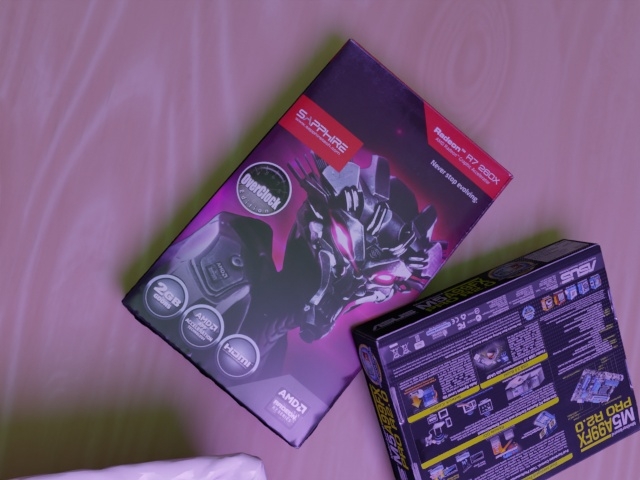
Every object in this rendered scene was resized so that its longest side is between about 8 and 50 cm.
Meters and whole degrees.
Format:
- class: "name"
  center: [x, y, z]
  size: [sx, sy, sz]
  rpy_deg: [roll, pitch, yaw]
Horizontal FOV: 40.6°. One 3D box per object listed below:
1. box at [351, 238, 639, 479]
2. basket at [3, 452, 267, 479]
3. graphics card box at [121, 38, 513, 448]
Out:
- class: "box"
  center: [0.186, 0.144, 0.884]
  size: [0.270, 0.060, 0.216]
  rpy_deg: [-21, 103, -18]
- class: "basket"
  center: [-0.196, 0.376, 0.701]
  size: [0.331, 0.266, 0.328]
  rpy_deg: [-4, 64, -13]
- class: "graphics card box"
  center: [0.000, 0.000, 0.910]
  size: [0.233, 0.094, 0.371]
  rpy_deg: [41, 80, -1]
